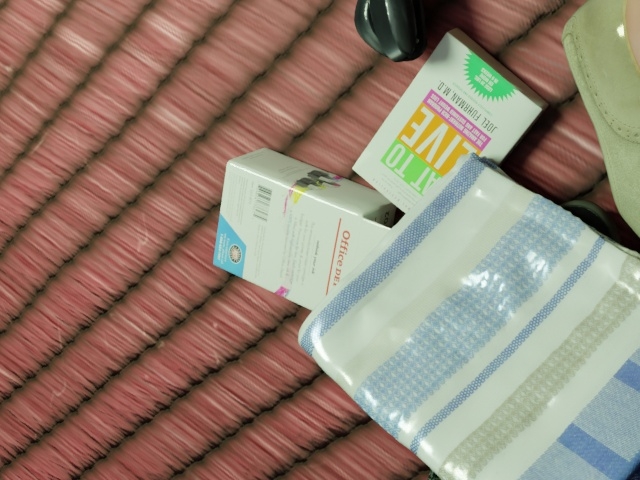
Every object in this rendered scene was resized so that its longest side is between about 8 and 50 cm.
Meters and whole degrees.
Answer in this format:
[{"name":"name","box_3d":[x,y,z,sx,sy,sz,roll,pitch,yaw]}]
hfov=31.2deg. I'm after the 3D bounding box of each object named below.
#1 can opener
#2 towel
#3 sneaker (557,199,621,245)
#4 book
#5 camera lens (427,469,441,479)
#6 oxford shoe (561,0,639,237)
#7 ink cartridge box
[{"name":"can opener","box_3d":[0.052,-0.230,0.893,0.073,0.059,0.186,-7,92,63]},{"name":"towel","box_3d":[0.127,0.065,0.785,0.209,0.034,0.285,-45,45,-6]},{"name":"sneaker","box_3d":[0.127,0.055,0.887,0.227,0.130,0.087,-34,86,35]},{"name":"book","box_3d":[0.103,-0.084,0.920,0.096,0.035,0.144,42,123,12]},{"name":"camera lens","box_3d":[0.217,0.226,0.822,0.274,0.219,0.219,32,121,22]},{"name":"oxford shoe","box_3d":[0.295,-0.008,0.775,0.397,0.140,0.146,65,158,-6]},{"name":"ink cartridge box","box_3d":[0.000,0.000,0.996,0.181,0.061,0.104,24,118,27]}]
